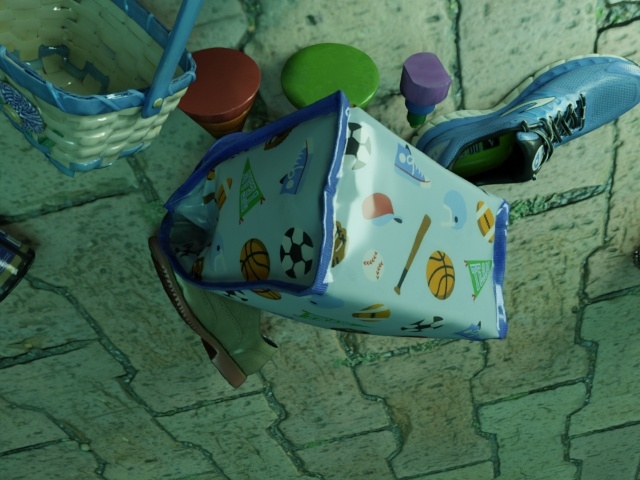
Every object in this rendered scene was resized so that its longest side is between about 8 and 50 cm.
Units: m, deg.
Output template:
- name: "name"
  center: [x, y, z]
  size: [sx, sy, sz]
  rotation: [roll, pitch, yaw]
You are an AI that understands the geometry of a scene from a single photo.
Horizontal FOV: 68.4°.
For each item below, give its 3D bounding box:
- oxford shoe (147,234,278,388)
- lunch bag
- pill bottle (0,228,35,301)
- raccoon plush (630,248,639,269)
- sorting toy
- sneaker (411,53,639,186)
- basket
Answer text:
- name: "oxford shoe"
  center: [-0.187, 0.112, 0.853]
  size: [0.130, 0.123, 0.348]
  rotation: [-33, 126, -15]
- name: "lunch bag"
  center: [0.000, 0.000, 0.639]
  size: [0.327, 0.239, 0.385]
  rotation: [21, 160, -36]
- name: "pill bottle"
  center: [-0.563, 0.004, 0.703]
  size: [0.122, 0.123, 0.219]
  rotation: [-34, 122, 19]
- name: "raccoon plush"
  center: [0.674, -0.092, 0.780]
  size: [0.299, 0.216, 0.447]
  rotation: [-17, 98, 23]
- name: "sorting toy"
  center: [-0.012, -0.181, 0.652]
  size: [0.365, 0.127, 0.126]
  rotation: [-3, 150, -2]
- name: "sneaker"
  center: [0.302, -0.146, 0.670]
  size: [0.329, 0.147, 0.130]
  rotation: [-24, 126, 11]
- name: "basket"
  center: [-0.248, -0.225, 0.483]
  size: [0.254, 0.201, 0.289]
  rotation: [40, 128, 6]
